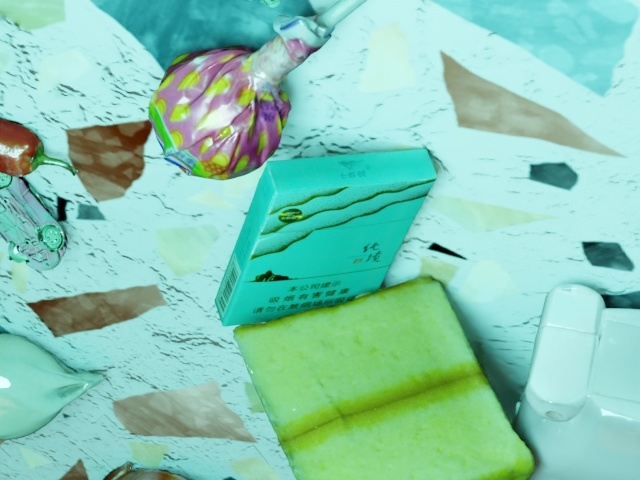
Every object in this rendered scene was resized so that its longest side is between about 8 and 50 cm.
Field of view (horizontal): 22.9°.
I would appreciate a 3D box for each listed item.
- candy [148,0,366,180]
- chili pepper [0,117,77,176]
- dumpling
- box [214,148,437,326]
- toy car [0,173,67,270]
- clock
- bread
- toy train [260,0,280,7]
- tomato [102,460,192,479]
[{"bbox_3d":[-0.007,-0.170,1.332,0.124,0.124,0.365,39,128,-23],"label":"candy"},{"bbox_3d":[-0.333,-0.098,1.566,0.191,0.050,0.059,15,99,1],"label":"chili pepper"},{"bbox_3d":[-0.370,0.169,1.853,0.229,0.124,0.151,2,-178,-9],"label":"dumpling"},{"bbox_3d":[0.000,0.000,1.496,0.161,0.042,0.226,-7,148,-23],"label":"box"},{"bbox_3d":[-0.315,-0.032,1.635,0.069,0.055,0.142,-20,115,43],"label":"toy car"},{"bbox_3d":[0.342,0.212,1.573,0.342,0.184,0.326,15,146,13],"label":"clock"},{"bbox_3d":[0.043,0.239,1.625,0.245,0.233,0.361,-16,150,-20],"label":"bread"},{"bbox_3d":[-0.051,-0.231,1.298,0.033,0.053,0.083,14,153,43],"label":"toy train"},{"bbox_3d":[-0.218,0.442,2.007,0.335,0.176,0.289,5,123,36],"label":"tomato"}]
